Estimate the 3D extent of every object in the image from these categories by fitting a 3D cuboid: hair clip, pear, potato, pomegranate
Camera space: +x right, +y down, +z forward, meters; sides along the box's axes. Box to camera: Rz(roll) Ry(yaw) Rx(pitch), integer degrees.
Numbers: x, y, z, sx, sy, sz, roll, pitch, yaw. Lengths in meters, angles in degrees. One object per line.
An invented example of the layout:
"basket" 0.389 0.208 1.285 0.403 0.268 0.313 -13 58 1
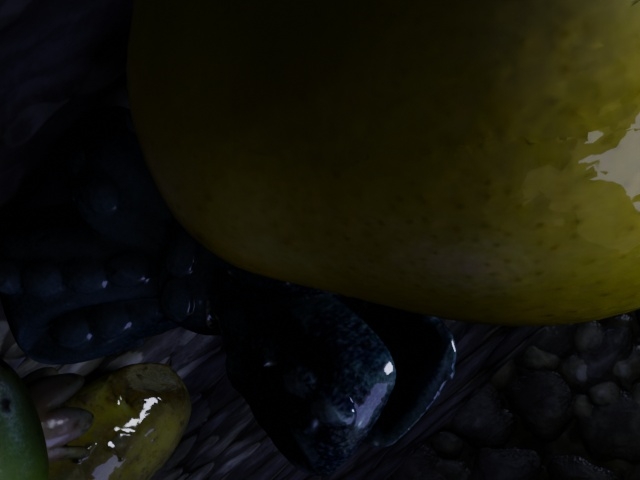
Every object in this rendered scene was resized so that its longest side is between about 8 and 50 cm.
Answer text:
"hair clip" -0.056 0.009 1.013 0.194 0.310 0.206 -18 123 -59
"pear" 0.106 -0.137 0.792 0.418 0.362 0.362 -20 168 9
"potato" -0.221 0.202 1.437 0.251 0.113 0.149 -46 159 -14
"pomegranate" -0.248 0.140 1.034 0.225 0.187 0.187 -12 148 -49

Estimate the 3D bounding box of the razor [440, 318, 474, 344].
"razor" 0.103 0.133 2.054 0.327 0.107 0.189 -39 166 -9
